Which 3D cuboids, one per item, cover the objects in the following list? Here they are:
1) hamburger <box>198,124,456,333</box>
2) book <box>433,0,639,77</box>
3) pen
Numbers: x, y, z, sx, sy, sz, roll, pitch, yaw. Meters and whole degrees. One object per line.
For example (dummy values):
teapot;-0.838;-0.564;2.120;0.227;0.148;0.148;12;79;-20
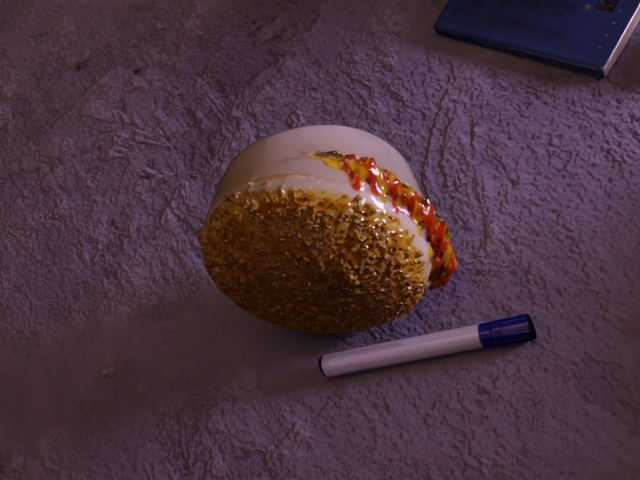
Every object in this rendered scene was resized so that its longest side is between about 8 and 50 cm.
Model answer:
hamburger;0.000;0.000;1.151;0.294;0.276;0.179;-19;46;24
book;0.308;-0.332;1.318;0.269;0.025;0.190;24;79;36
pen;0.123;0.128;1.164;0.269;0.033;0.033;-14;59;22
